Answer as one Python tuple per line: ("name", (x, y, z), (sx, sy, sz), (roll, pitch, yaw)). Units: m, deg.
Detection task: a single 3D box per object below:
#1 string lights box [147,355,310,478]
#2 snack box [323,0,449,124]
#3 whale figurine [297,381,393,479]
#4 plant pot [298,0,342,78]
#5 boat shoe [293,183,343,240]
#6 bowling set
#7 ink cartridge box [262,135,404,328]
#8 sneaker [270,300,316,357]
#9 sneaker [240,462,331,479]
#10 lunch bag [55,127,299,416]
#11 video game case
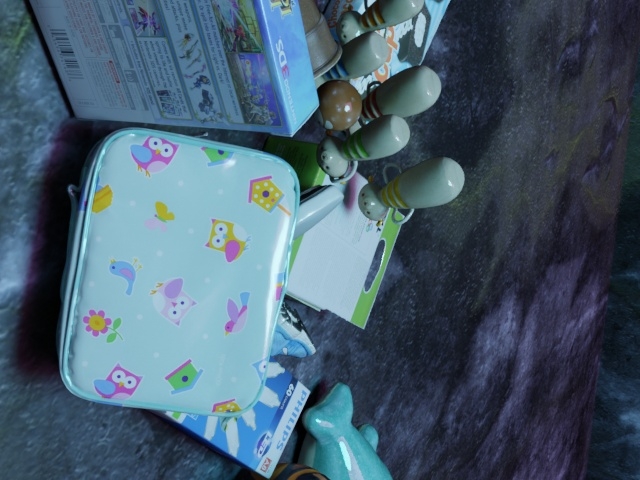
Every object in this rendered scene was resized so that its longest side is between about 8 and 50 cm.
("string lights box", (-0.120, 0.189, 1.003), (0.133, 0.076, 0.260), (-64, 145, -20))
("snack box", (0.094, -0.317, 1.142), (0.187, 0.060, 0.322), (45, 65, -52))
("whale figurine", (0.041, 0.359, 1.246), (0.216, 0.141, 0.272), (-33, 127, -46))
("plant pot", (-0.081, -0.249, 0.836), (0.167, 0.167, 0.165), (-46, 128, -37))
("boat shoe", (-0.078, -0.019, 0.917), (0.219, 0.070, 0.078), (-29, 170, -12))
("bowling set", (0.031, -0.159, 0.927), (0.199, 0.154, 0.287), (-5, 82, -44))
("ink cartridge box", (0.000, 0.000, 1.093), (0.255, 0.097, 0.189), (34, 73, -56))
("sneaker", (-0.058, 0.130, 1.102), (0.073, 0.063, 0.162), (-30, 153, 3))
("sneaker", (-0.112, 0.415, 1.057), (0.321, 0.180, 0.125), (-31, 100, -7))
("lunch bag", (-0.148, 0.025, 0.803), (0.224, 0.108, 0.279), (10, 92, -16))
("video game case", (-0.141, -0.223, 0.661), (0.061, 0.244, 0.270), (-52, 141, -42))
